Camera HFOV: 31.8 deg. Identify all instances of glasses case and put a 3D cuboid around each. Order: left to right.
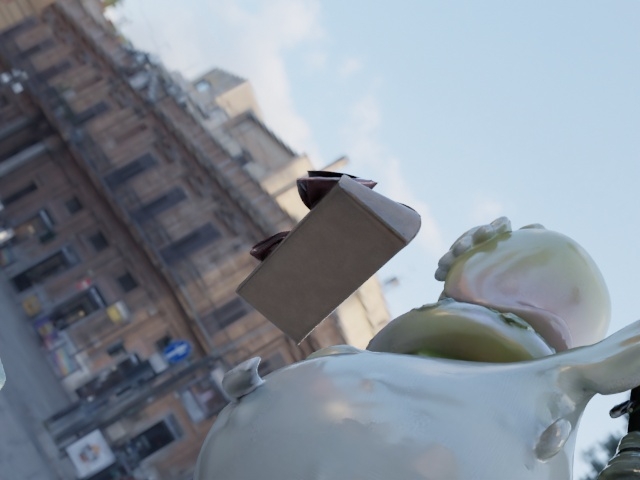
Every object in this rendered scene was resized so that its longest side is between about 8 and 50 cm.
[{"bbox_3d":[0.000,0.000,0.983,0.102,0.070,0.193,40,-46,-4],"label":"glasses case"}]

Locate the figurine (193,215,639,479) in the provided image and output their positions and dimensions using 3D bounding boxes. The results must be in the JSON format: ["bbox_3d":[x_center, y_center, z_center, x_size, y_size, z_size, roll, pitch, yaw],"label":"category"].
[{"bbox_3d":[0.106,0.089,0.657,0.275,0.394,0.226,-30,-83,34],"label":"figurine"}]

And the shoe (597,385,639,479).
[{"bbox_3d":[0.228,0.105,0.577,0.071,0.169,0.099,108,-5,-60],"label":"shoe"}]

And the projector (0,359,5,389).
[{"bbox_3d":[-0.431,0.106,1.060,0.163,0.243,0.177,62,8,27],"label":"projector"}]
